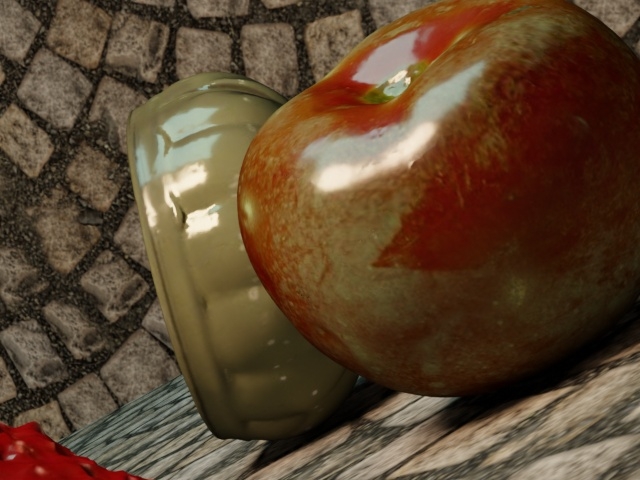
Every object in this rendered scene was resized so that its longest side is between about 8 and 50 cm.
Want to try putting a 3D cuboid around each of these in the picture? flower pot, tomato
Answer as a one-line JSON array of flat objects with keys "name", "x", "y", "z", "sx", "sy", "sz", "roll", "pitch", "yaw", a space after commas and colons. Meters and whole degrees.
[{"name": "flower pot", "x": 0.000, "y": 0.000, "z": 1.527, "sx": 0.244, "sy": 0.307, "sz": 0.307, "roll": -14, "pitch": 3, "yaw": 3}, {"name": "tomato", "x": 0.093, "y": -0.020, "z": 1.188, "sx": 0.270, "sy": 0.222, "sz": 0.270, "roll": -26, "pitch": 23, "yaw": 12}]

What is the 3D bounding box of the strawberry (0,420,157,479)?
[{"name": "strawberry", "x": -0.134, "y": 0.166, "z": 0.846, "sx": 0.244, "sy": 0.205, "sz": 0.205, "roll": -5, "pitch": 12, "yaw": 24}]
